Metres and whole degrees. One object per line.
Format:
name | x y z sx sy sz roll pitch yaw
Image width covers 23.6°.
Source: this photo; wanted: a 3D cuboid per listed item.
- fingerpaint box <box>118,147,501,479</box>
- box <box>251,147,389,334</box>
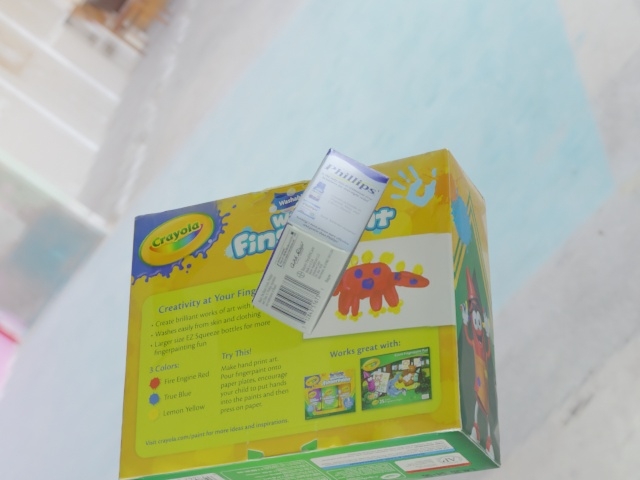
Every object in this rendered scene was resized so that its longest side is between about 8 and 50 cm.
fingerpaint box | -0.013 0.120 1.921 0.444 0.163 0.371 -12 61 21
box | 0.000 0.000 1.553 0.137 0.072 0.126 -60 -4 -49
